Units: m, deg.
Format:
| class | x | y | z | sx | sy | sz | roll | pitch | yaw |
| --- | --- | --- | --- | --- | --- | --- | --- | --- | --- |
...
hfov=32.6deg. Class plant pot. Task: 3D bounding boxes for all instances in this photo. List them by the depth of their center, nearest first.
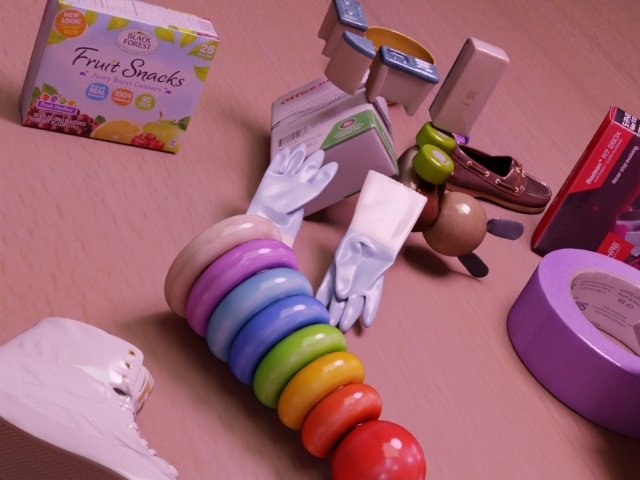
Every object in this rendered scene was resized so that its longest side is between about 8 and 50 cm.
| class | x | y | z | sx | sy | sz | roll | pitch | yaw |
| --- | --- | --- | --- | --- | --- | --- | --- | --- | --- |
| plant pot | 0.114 | -0.287 | 1.850 | 0.134 | 0.095 | 0.134 | 19 | 31 | -12 |

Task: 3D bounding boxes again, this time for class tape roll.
| class | x | y | z | sx | sy | sz | roll | pitch | yaw |
| --- | --- | --- | --- | --- | --- | --- | --- | --- | --- |
| tape roll | 0.384 | 0.130 | 1.421 | 0.274 | 0.090 | 0.275 | 19 | 31 | -12 |

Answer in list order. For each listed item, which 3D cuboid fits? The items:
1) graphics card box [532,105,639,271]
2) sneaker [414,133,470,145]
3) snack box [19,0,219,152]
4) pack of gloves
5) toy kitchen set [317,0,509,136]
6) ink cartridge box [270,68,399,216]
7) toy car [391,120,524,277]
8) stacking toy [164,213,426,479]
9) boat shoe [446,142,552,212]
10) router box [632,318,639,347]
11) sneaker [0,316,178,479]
| class | x | y | z | sx | sy | sz | roll | pitch | yaw |
| --- | --- | --- | --- | --- | --- | --- | --- | --- | --- |
| graphics card box | 0.526 | -0.004 | 1.594 | 0.371 | 0.233 | 0.094 | 30 | 26 | 5 |
| sneaker | 0.201 | -0.159 | 1.752 | 0.071 | 0.068 | 0.170 | 38 | 31 | 9 |
| snack box | -0.254 | -0.214 | 1.375 | 0.207 | 0.174 | 0.070 | 9 | 33 | -29 |
| pack of gloves | 0.000 | 0.000 | 1.327 | 0.195 | 0.046 | 0.232 | 27 | 58 | -2 |
| toy kitchen set | 0.118 | -0.258 | 1.458 | 0.207 | 0.122 | 0.166 | 18 | 31 | -18 |
| ink cartridge box | 0.016 | -0.142 | 1.484 | 0.087 | 0.153 | 0.208 | 58 | 16 | -30 |
| toy car | 0.172 | -0.035 | 1.463 | 0.188 | 0.155 | 0.149 | 32 | 29 | -9 |
| stacking toy | -0.017 | 0.129 | 1.082 | 0.141 | 0.141 | 0.330 | -9 | 49 | -45 |
| boat shoe | 0.282 | -0.098 | 1.714 | 0.207 | 0.073 | 0.073 | 11 | 32 | -26 |
| router box | 0.505 | 0.251 | 1.197 | 0.301 | 0.082 | 0.335 | 28 | 37 | -32 |
| sneaker | -0.167 | 0.164 | 0.925 | 0.292 | 0.108 | 0.169 | 32 | 34 | 13 |
